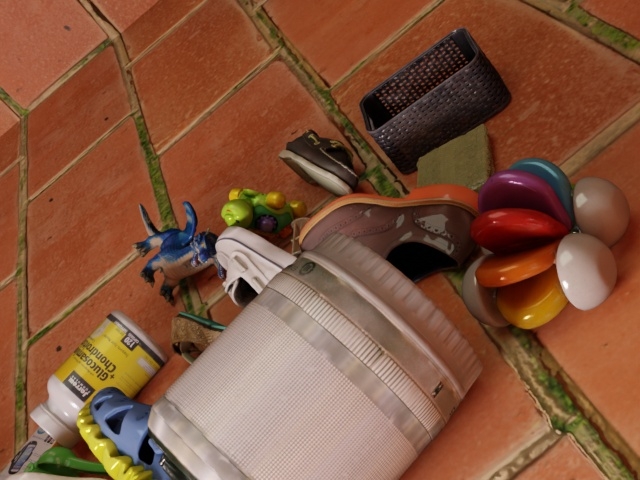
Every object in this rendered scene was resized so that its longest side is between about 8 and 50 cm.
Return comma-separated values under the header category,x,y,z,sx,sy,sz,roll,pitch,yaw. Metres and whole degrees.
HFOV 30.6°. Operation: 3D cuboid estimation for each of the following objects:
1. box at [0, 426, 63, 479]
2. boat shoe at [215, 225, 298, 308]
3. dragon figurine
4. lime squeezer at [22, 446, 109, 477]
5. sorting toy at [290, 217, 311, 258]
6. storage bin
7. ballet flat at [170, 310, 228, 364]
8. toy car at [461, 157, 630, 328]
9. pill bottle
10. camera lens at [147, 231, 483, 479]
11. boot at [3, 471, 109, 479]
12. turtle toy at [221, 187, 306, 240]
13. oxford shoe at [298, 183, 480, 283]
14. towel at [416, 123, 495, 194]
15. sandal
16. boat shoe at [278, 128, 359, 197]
category,x,y,z,sx,sy,sz,roll,pitch,yaw
box,-0.397,0.307,1.634,0.081,0.028,0.136,2,47,54
boat shoe,-0.087,0.049,1.528,0.084,0.095,0.258,-44,25,-14
dragon figurine,-0.201,0.000,1.764,0.144,0.085,0.289,-38,27,7
lime squeezer,-0.363,0.340,1.531,0.310,0.059,0.110,-35,60,13
sorting toy,0.000,0.000,1.548,0.075,0.045,0.083,-24,30,18
storage bin,0.152,-0.188,1.573,0.180,0.084,0.122,-36,27,14
ballet flat,-0.133,0.138,1.509,0.206,0.073,0.067,5,80,59
toy car,0.208,-0.008,1.166,0.159,0.136,0.182,-18,35,40
pill bottle,-0.303,0.192,1.593,0.184,0.103,0.103,-48,27,-12
camera lens,-0.010,0.156,1.119,0.274,0.219,0.219,-47,27,-10
boot,-0.329,0.335,1.423,0.190,0.069,0.086,-7,45,29
turtle toy,-0.087,-0.037,1.641,0.095,0.130,0.066,7,81,38
oxford shoe,0.068,0.005,1.388,0.271,0.097,0.098,-14,44,43
towel,0.168,-0.083,1.457,0.110,0.027,0.148,-30,28,21
sandal,-0.174,0.242,1.341,0.138,0.126,0.317,-44,34,-11
boat shoe,0.006,-0.115,1.662,0.069,0.081,0.228,-48,24,-4
